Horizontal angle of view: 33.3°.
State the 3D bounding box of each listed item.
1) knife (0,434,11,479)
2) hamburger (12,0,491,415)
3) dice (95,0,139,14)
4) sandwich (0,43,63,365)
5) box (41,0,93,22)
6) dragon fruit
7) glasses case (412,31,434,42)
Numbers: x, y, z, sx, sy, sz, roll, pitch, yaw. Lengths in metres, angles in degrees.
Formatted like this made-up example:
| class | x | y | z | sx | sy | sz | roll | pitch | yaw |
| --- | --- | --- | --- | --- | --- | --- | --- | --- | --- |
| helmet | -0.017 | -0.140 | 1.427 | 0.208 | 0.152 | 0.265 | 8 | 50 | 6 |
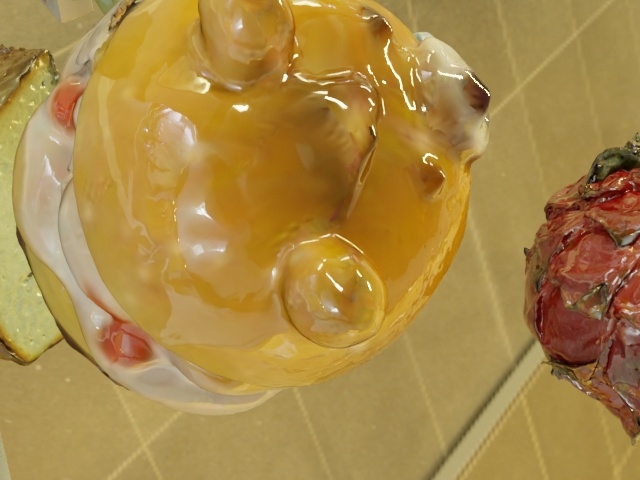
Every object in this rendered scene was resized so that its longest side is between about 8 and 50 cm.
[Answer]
| class | x | y | z | sx | sy | sz | roll | pitch | yaw |
| --- | --- | --- | --- | --- | --- | --- | --- | --- | --- |
| knife | -0.454 | 0.373 | 1.480 | 0.073 | 0.040 | 0.266 | -16 | 92 | -57 |
| hamburger | -0.033 | -0.041 | 0.631 | 0.276 | 0.237 | 0.276 | 6 | 77 | -27 |
| dice | -0.275 | -0.502 | 2.012 | 0.254 | 0.250 | 0.252 | -44 | 99 | -19 |
| sandwich | -0.356 | -0.028 | 1.250 | 0.271 | 0.099 | 0.301 | -53 | 139 | -30 |
| box | -0.461 | -0.476 | 1.735 | 0.067 | 0.233 | 0.149 | -32 | 148 | -22 |
| dragon fruit | 0.310 | 0.052 | 1.047 | 0.244 | 0.244 | 0.299 | 31 | 53 | -47 |
| glasses case | 0.148 | -0.186 | 1.400 | 0.045 | 0.067 | 0.179 | -13 | 77 | -27 |
